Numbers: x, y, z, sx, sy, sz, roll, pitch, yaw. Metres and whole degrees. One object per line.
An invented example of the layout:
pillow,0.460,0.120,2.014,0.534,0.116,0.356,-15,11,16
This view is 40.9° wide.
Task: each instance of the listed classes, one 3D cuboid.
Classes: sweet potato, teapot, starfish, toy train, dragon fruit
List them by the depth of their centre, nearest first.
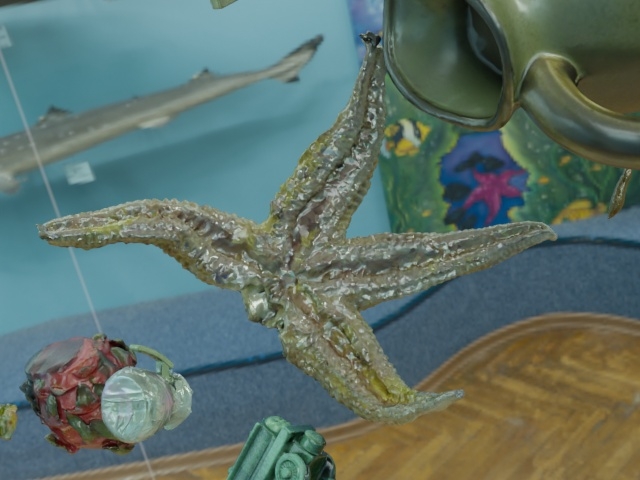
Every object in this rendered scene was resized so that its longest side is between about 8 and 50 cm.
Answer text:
teapot,-0.149,0.131,0.747,0.064,0.083,0.064,0,-3,31
starfish,0.002,0.006,0.837,0.384,0.132,0.398,-43,73,-9
toy train,-0.058,0.261,0.903,0.111,0.171,0.071,34,12,32
dragon fruit,-0.312,0.218,1.180,0.160,0.172,0.166,-33,27,-17
sweet potato,0.555,-0.093,1.583,0.026,0.115,0.026,18,8,-3

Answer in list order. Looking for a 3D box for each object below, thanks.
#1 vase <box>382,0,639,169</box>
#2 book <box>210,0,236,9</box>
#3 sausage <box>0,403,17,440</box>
vase,0.238,-0.186,0.762,0.302,0.241,0.329,-21,54,-9
book,-0.150,-0.514,1.300,0.025,0.283,0.215,-3,26,27
sausage,-0.332,0.093,0.419,0.346,0.123,0.123,1,18,-20
